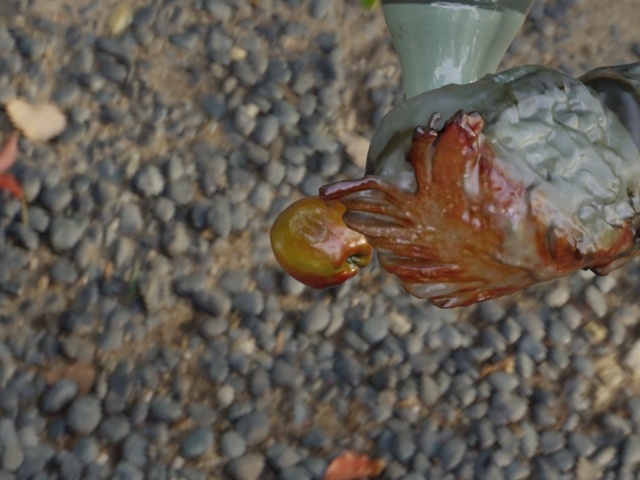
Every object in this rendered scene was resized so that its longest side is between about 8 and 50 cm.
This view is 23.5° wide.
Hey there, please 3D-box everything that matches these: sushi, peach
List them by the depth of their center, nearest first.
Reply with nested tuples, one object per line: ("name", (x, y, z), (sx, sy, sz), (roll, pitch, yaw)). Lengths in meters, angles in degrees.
("sushi", (0.149, -0.042, 0.939), (0.332, 0.124, 0.130), (-16, 75, -47))
("peach", (0.000, -0.001, 1.574), (0.100, 0.101, 0.101), (9, 61, -16))

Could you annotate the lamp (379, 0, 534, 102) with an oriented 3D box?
("lamp", (0.130, -0.227, 1.630), (0.181, 0.182, 0.314), (17, 78, -12))
